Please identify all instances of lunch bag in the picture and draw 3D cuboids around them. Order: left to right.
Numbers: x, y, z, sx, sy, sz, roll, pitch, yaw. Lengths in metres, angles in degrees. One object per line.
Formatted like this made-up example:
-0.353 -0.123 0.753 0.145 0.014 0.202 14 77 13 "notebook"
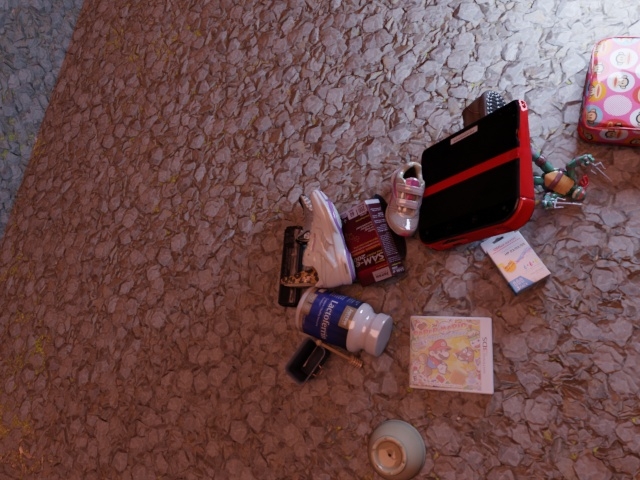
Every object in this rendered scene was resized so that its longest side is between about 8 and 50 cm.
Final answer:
0.860 -0.405 1.256 0.259 0.120 0.292 11 79 24 "lunch bag"

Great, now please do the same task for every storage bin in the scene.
-0.027 0.374 1.428 0.098 0.091 0.135 35 91 27 "storage bin"

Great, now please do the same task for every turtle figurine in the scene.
0.651 -0.163 1.278 0.234 0.118 0.175 30 91 13 "turtle figurine"

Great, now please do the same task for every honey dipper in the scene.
0.054 0.337 1.381 0.161 0.030 0.030 31 89 -17 "honey dipper"

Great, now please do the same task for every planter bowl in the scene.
0.198 0.579 1.266 0.162 0.109 0.161 -6 73 21 "planter bowl"

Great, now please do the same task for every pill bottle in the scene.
0.070 0.243 1.389 0.265 0.153 0.153 16 82 25 "pill bottle"

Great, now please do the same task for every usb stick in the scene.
-0.098 0.087 1.564 0.077 0.045 0.277 -3 74 26 "usb stick"

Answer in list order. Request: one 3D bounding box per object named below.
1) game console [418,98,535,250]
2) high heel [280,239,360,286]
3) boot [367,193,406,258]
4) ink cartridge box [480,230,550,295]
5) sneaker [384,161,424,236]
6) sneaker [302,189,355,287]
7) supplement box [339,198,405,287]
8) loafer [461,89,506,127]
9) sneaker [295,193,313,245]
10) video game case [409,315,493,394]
0.417 -0.163 1.294 0.387 0.060 0.341 -23 56 58 "game console"
-0.006 0.057 1.501 0.262 0.093 0.186 -7 78 6 "high heel"
0.190 -0.029 1.475 0.106 0.082 0.219 -33 75 41 "boot"
0.539 0.050 1.296 0.104 0.062 0.181 -34 65 11 "ink cartridge box"
0.259 -0.135 1.405 0.103 0.111 0.252 6 66 -6 "sneaker"
0.000 0.000 1.393 0.152 0.114 0.304 -16 88 11 "sneaker"
0.151 0.009 1.412 0.130 0.073 0.239 -27 80 42 "supplement box"
0.484 -0.257 1.389 0.130 0.134 0.365 -12 68 58 "loafer"
-0.048 -0.056 1.537 0.132 0.086 0.228 -46 44 6 "sneaker"
0.367 0.320 1.313 0.227 0.026 0.206 -2 74 22 "video game case"
